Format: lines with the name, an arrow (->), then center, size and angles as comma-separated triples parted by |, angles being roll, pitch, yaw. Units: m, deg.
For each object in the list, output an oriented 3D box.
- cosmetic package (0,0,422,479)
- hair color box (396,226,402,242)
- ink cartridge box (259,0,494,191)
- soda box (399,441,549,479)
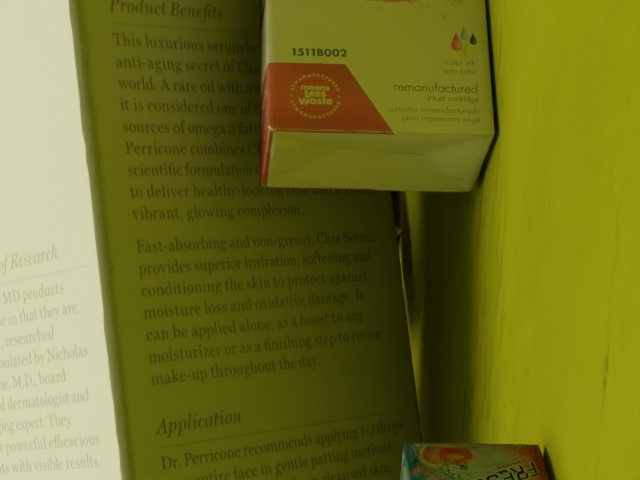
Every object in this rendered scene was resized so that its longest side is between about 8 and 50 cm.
cosmetic package -> -0.087, 0.000, 0.987 | 0.161, 0.230, 0.453 | -10, 84, 44
hair color box -> -0.040, -0.008, 1.165 | 0.093, 0.167, 0.053 | -49, -14, -33
ink cartridge box -> 0.025, -0.128, 0.903 | 0.067, 0.115, 0.198 | 101, 168, -63
soda box -> 0.060, 0.176, 0.745 | 0.058, 0.063, 0.183 | -98, 10, -59
